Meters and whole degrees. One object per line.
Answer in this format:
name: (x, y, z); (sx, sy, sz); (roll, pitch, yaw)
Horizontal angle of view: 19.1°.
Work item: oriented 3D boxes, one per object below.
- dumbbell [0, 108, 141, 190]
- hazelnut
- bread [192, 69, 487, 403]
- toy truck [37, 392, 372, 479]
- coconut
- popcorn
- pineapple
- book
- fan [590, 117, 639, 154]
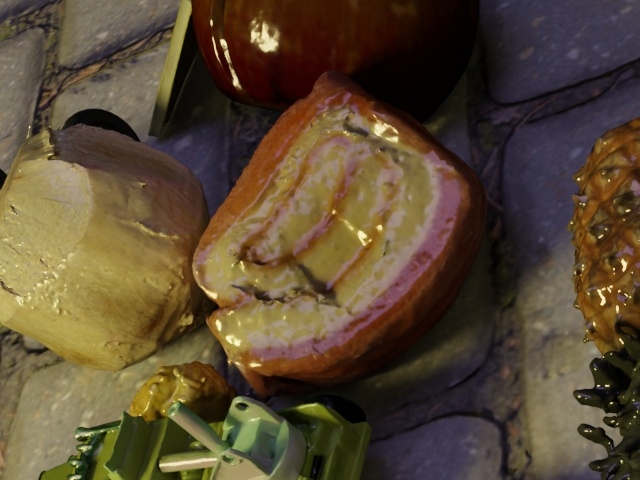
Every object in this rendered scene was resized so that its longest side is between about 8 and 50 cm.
dumbbell: (-0.255, -0.041, 1.674); (0.254, 0.110, 0.110); (-14, 42, 35)
hazelnut: (0.013, -0.197, 1.539); (0.234, 0.218, 0.218); (8, 49, 4)
bread: (0.010, 0.007, 1.372); (0.190, 0.123, 0.244); (32, 85, 19)
toy truck: (-0.101, 0.162, 1.297); (0.260, 0.135, 0.128); (-19, 41, 38)
coconut: (-0.166, 0.013, 1.487); (0.194, 0.194, 0.194); (-21, 40, 19)
popcorn: (-0.097, 0.119, 1.407); (0.084, 0.084, 0.084); (-21, 40, 19)
pineapple: (0.225, 0.061, 1.166); (0.158, 0.158, 0.278); (-12, 54, 28)
book: (-0.108, -0.205, 1.685); (0.013, 0.192, 0.168); (20, 53, -1)
fan: (0.235, -0.067, 1.398); (0.060, 0.003, 0.080); (-45, 38, -10)
